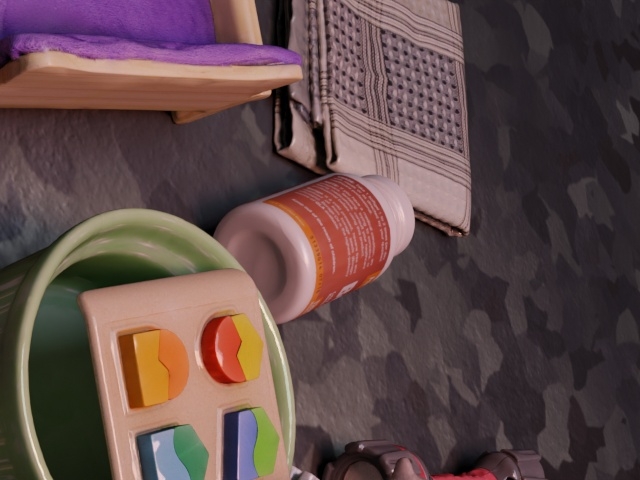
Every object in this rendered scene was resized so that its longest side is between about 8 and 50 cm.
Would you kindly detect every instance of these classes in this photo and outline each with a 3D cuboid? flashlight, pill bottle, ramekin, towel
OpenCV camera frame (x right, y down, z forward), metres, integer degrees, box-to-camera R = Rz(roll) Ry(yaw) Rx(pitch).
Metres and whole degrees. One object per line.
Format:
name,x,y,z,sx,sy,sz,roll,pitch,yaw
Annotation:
flashlight,0.132,0.257,1.672,0.304,0.103,0.103,5,70,-49
pill bottle,0.000,0.000,1.585,0.216,0.121,0.121,-22,94,-51
ramekin,-0.174,0.137,1.299,0.303,0.148,0.303,21,61,-45
towel,0.069,-0.189,1.794,0.324,0.056,0.312,22,61,-44

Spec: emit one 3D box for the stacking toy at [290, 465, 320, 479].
stacking toy,-0.033,0.306,1.423,0.167,0.052,0.221,-60,149,-16

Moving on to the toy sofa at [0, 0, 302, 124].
toy sofa,-0.189,-0.193,1.381,0.362,0.177,0.150,-5,81,-51

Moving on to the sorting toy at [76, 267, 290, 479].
sorting toy,-0.095,0.128,1.246,0.193,0.038,0.208,-8,83,-51

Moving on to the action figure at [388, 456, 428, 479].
action figure,0.012,0.332,1.284,0.330,0.178,0.341,-59,156,1
